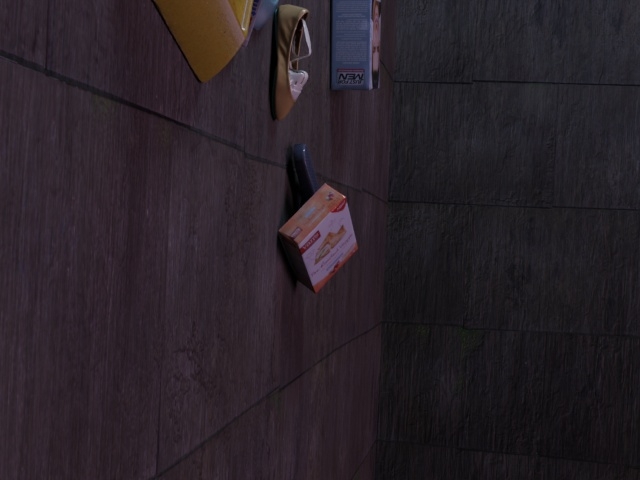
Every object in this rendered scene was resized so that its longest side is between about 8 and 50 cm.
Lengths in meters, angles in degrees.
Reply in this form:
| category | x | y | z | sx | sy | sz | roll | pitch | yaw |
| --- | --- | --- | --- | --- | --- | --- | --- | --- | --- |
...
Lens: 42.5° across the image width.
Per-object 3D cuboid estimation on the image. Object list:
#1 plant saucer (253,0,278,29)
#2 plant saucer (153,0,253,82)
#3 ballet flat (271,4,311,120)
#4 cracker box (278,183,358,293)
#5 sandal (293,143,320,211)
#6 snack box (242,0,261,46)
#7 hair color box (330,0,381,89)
| category | x | y | z | sx | sy | sz | roll | pitch | yaw |
| --- | --- | --- | --- | --- | --- | --- | --- | --- | --- |
| plant saucer | -0.102 | -0.485 | 1.504 | 0.195 | 0.037 | 0.195 | 3 | 90 | -79 |
| plant saucer | -0.155 | -0.447 | 1.170 | 0.333 | 0.080 | 0.333 | 65 | 30 | -66 |
| ballet flat | -0.057 | -0.357 | 1.654 | 0.080 | 0.073 | 0.232 | -27 | 119 | -76 |
| cracker box | 0.000 | 0.000 | 1.853 | 0.156 | 0.067 | 0.232 | -46 | 152 | -16 |
| sandal | -0.035 | -0.116 | 1.885 | 0.097 | 0.054 | 0.255 | -87 | 167 | -48 |
| snack box | -0.105 | -0.409 | 1.349 | 0.178 | 0.022 | 0.064 | 118 | -18 | -44 |
| hair color box | 0.099 | -0.599 | 2.229 | 0.185 | 0.113 | 0.375 | -44 | 136 | -73 |
